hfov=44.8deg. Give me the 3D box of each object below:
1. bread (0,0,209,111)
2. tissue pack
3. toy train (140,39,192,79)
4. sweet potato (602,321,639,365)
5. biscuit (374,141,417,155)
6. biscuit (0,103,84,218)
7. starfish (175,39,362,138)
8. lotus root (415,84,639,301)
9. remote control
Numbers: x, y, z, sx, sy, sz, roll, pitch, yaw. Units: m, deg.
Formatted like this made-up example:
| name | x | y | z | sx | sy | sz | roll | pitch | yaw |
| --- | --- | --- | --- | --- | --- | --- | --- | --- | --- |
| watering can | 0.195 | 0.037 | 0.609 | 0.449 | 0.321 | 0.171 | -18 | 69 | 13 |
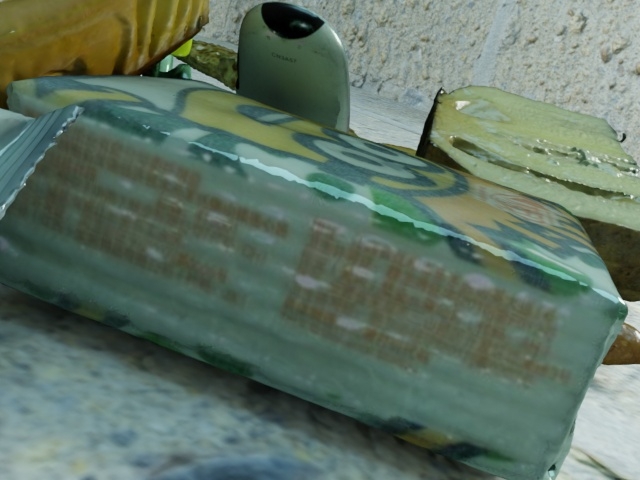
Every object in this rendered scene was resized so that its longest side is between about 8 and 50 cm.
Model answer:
| name | x | y | z | sx | sy | sz | roll | pitch | yaw |
| --- | --- | --- | --- | --- | --- | --- | --- | --- | --- |
| bread | -0.193 | -0.154 | 0.476 | 0.288 | 0.156 | 0.204 | -36 | 75 | -20 |
| tissue pack | 0.000 | 0.000 | 0.467 | 0.311 | 0.128 | 0.228 | 19 | 15 | 7 |
| toy train | -0.225 | -0.262 | 0.878 | 0.179 | 0.272 | 0.442 | 9 | 17 | -19 |
| sweet potato | 0.153 | 0.056 | 0.593 | 0.202 | 0.058 | 0.055 | 16 | 57 | 12 |
| biscuit | 0.187 | -0.106 | 1.241 | 0.172 | 0.029 | 0.254 | 2 | 22 | -43 |
| biscuit | -0.272 | -0.028 | 0.285 | 0.309 | 0.079 | 0.186 | 17 | 48 | -3 |
| starfish | -0.052 | -0.191 | 1.072 | 0.324 | 0.082 | 0.432 | 23 | 12 | -36 |
| lotus root | 0.220 | -0.047 | 0.866 | 0.260 | 0.149 | 0.267 | 10 | 34 | -10 |
| remote control | -0.027 | -0.080 | 0.615 | 0.097 | 0.256 | 0.045 | 17 | 56 | 11 |
